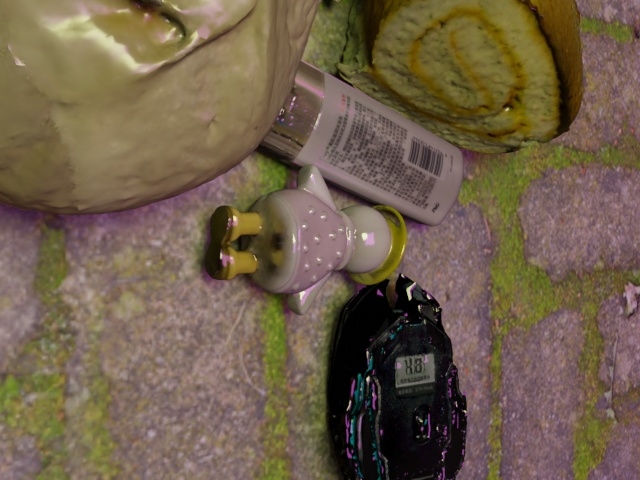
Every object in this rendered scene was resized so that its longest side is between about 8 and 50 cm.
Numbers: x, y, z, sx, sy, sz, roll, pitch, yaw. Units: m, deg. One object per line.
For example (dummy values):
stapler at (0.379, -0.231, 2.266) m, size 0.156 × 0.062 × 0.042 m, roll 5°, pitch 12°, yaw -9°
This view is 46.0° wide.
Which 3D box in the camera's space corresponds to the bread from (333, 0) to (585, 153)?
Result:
bread at (0.138, -0.179, 0.689) m, size 0.257 × 0.186 × 0.124 m, roll 34°, pitch 55°, yaw -39°

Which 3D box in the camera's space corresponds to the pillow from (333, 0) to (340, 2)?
pillow at (-0.053, -0.299, 0.601) m, size 0.270 × 0.067 × 0.173 m, roll 5°, pitch 93°, yaw -36°

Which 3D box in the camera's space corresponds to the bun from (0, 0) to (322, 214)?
bun at (-0.127, -0.186, 0.426) m, size 0.361 × 0.213 × 0.361 m, roll -12°, pitch 116°, yaw -25°

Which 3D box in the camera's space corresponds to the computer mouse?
computer mouse at (0.063, 0.151, 0.705) m, size 0.146 × 0.077 × 0.242 m, roll 3°, pitch 87°, yaw -39°

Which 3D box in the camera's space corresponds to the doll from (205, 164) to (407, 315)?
doll at (0.000, 0.000, 0.648) m, size 0.207 × 0.081 × 0.129 m, roll -1°, pitch 100°, yaw -40°

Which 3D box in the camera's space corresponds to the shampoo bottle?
shampoo bottle at (0.038, -0.085, 0.688) m, size 0.227 × 0.056 × 0.086 m, roll 20°, pitch 85°, yaw -37°
